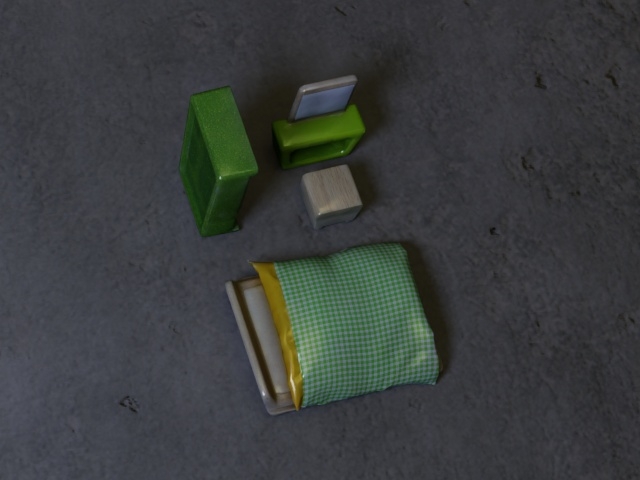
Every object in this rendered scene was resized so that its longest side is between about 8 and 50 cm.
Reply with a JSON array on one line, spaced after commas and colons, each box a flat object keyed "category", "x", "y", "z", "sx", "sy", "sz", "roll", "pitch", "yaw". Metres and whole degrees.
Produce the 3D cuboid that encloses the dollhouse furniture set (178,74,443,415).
[{"category": "dollhouse furniture set", "x": 0.000, "y": 0.000, "z": 1.951, "sx": 0.197, "sy": 0.151, "sz": 0.301, "roll": -13, "pitch": 69, "yaw": -17}]
